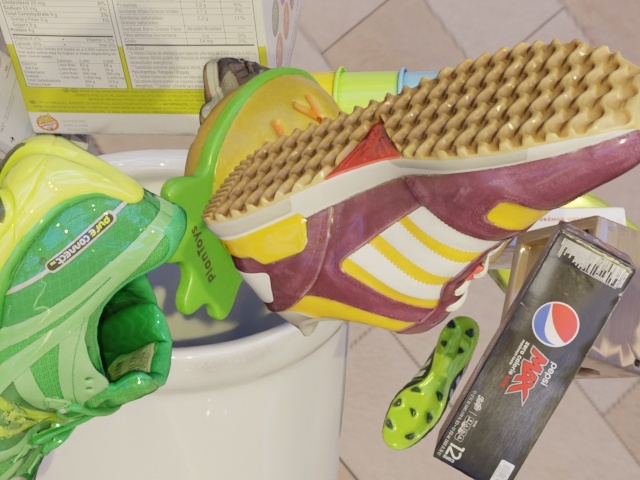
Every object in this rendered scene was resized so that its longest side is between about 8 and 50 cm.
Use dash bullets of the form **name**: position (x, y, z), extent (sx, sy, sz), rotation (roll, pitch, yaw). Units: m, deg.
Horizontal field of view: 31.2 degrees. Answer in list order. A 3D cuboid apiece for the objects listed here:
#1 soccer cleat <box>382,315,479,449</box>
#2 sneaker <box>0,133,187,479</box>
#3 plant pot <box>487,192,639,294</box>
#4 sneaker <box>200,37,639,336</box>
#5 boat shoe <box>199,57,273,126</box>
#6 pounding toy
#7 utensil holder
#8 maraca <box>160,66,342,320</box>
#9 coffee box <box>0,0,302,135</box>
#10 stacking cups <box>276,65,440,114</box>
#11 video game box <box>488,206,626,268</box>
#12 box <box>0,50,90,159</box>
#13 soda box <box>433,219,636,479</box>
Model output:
- **soccer cleat**: position (0.135, 0.171, 1.342), extent (0.060, 0.072, 0.179), rotation (30, 81, 22)
- **sneaker**: position (-0.152, 0.078, 0.648), extent (0.123, 0.295, 0.109), rotation (19, 40, -9)
- **plant pot**: position (0.351, -0.018, 1.892), extent (0.207, 0.227, 0.228), rotation (38, 97, -17)
- **sneaker**: position (0.047, -0.011, 0.426), extent (0.084, 0.185, 0.069), rotation (56, 42, -27)
- **boat shoe**: position (-0.051, -0.102, 0.911), extent (0.073, 0.223, 0.080), rotation (-17, 110, 3)
- **pounding toy**: position (0.241, 0.024, 1.095), extent (0.094, 0.181, 0.206), rotation (19, 75, -22)
- **utensil holder**: position (-0.137, 0.160, 1.043), extent (0.328, 0.327, 0.385), rotation (-4, 122, -14)
- **maraca**: position (-0.042, -0.032, 0.728), extent (0.185, 0.099, 0.127), rotation (-51, 135, -36)
- **coffee box**: position (-0.214, -0.369, 1.514), extent (0.338, 0.334, 0.337), rotation (2, 49, 6)
- **stacking cups**: position (0.112, -0.136, 1.126), extent (0.316, 0.096, 0.096), rotation (-3, 91, 10)
- **video game box**: position (0.211, 0.001, 1.295), extent (0.187, 0.205, 0.048), rotation (-3, 82, -18)
- **box**: position (-0.403, -0.164, 1.570), extent (0.186, 0.038, 0.145), rotation (36, 41, -35)
- **soda box**: position (0.136, 0.074, 0.733), extent (0.053, 0.060, 0.169), rotation (29, 102, 6)
